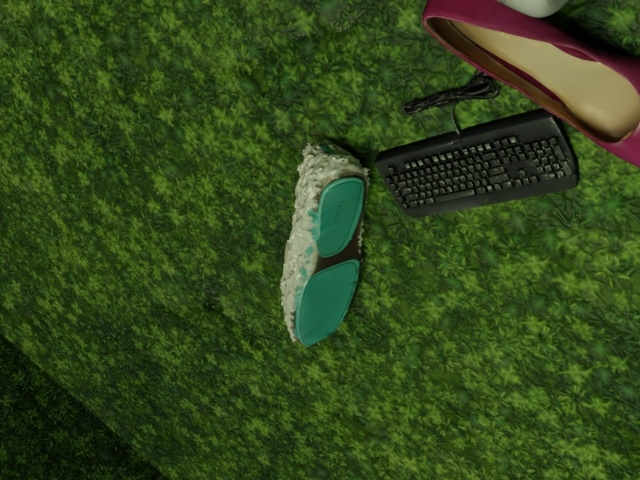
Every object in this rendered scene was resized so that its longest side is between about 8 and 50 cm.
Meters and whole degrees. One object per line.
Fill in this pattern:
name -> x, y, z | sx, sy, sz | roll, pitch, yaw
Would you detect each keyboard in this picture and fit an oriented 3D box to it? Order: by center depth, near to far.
keyboard -> 0.204, -0.135, 1.259 | 0.317, 0.033, 0.201 | -11, 113, 44

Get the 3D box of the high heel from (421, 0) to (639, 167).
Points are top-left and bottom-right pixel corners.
high heel -> 0.285, -0.176, 1.039 | 0.377, 0.181, 0.127 | 41, 139, 8

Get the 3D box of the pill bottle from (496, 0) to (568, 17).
pill bottle -> 0.119, -0.426, 0.947 | 0.408, 0.229, 0.229 | 32, 137, 18

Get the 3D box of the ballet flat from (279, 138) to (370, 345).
ballet flat -> 0.000, 0.000, 1.493 | 0.147, 0.147, 0.408 | 29, 134, 20
